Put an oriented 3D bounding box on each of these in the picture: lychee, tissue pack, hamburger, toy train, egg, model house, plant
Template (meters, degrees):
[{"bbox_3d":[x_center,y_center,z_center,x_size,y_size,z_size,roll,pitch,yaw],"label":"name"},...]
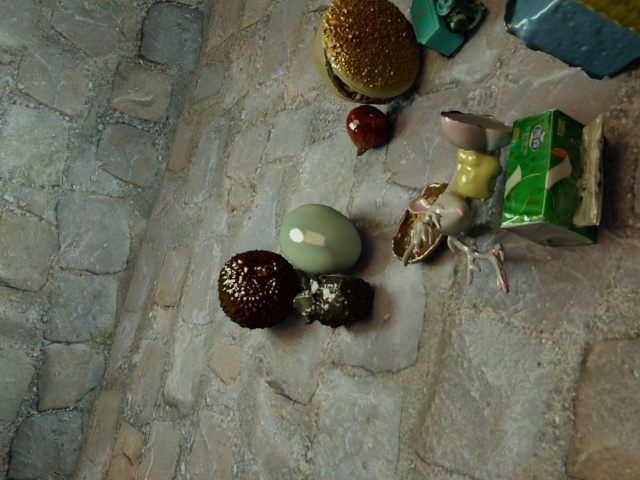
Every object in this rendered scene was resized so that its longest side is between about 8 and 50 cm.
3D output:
[{"bbox_3d":[-0.181,0.145,1.767,0.271,0.235,0.236,120,148,-46],"label":"lychee"},{"bbox_3d":[0.432,-0.109,1.090,0.156,0.148,0.209,-8,67,55],"label":"tissue pack"},{"bbox_3d":[0.123,-0.497,1.607,0.170,0.302,0.302,-8,67,62],"label":"hamburger"},{"bbox_3d":[0.305,-0.565,1.529,0.163,0.112,0.203,-42,41,44],"label":"toy train"},{"bbox_3d":[0.000,0.000,1.616,0.264,0.183,0.183,23,93,50],"label":"egg"},{"bbox_3d":[0.493,-0.438,1.030,0.303,0.237,0.216,168,119,-71],"label":"model house"},{"bbox_3d":[0.025,0.148,1.548,0.203,0.131,0.142,-20,68,47],"label":"plant"}]

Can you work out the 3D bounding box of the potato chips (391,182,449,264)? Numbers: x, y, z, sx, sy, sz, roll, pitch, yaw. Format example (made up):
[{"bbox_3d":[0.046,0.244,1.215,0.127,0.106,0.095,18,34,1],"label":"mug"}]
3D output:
[{"bbox_3d":[0.244,-0.036,1.408,0.150,0.049,0.202,30,100,51],"label":"potato chips"}]

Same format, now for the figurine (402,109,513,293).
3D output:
[{"bbox_3d":[0.266,-0.077,1.201,0.284,0.206,0.316,-87,5,-69],"label":"figurine"}]

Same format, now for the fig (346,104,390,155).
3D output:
[{"bbox_3d":[0.111,-0.289,1.662,0.153,0.119,0.119,-50,39,29],"label":"fig"}]
